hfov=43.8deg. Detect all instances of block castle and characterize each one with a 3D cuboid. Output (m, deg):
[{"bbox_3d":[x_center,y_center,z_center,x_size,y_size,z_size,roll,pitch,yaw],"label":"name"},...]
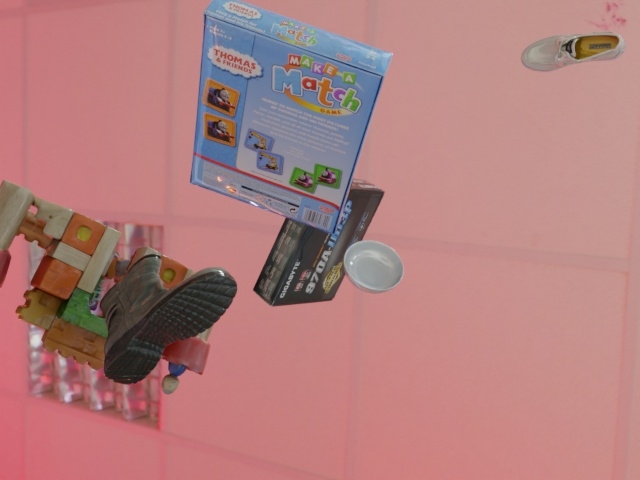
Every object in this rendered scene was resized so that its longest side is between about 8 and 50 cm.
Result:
[{"bbox_3d":[-0.414,0.091,1.369,0.303,0.453,0.212,1,-115,57],"label":"block castle"}]

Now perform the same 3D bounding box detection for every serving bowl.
[{"bbox_3d":[0.069,0.040,1.076,0.083,0.083,0.027,47,-35,21],"label":"serving bowl"}]

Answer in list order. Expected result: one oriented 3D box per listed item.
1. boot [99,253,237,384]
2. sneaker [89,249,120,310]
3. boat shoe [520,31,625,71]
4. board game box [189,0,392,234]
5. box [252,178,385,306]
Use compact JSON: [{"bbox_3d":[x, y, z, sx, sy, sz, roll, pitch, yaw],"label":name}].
[{"bbox_3d":[-0.227,0.073,1.110,0.246,0.083,0.161,-39,-136,21],"label":"boot"},{"bbox_3d":[-0.485,0.091,1.733,0.223,0.083,0.098,130,-38,-60],"label":"sneaker"},{"bbox_3d":[0.247,-0.189,0.787,0.100,0.035,0.035,0,-90,24],"label":"boat shoe"},{"bbox_3d":[-0.036,-0.108,0.741,0.160,0.039,0.211,20,-39,3],"label":"board game box"},{"bbox_3d":[0.000,0.000,1.310,0.051,0.175,0.220,36,-71,30],"label":"box"}]
